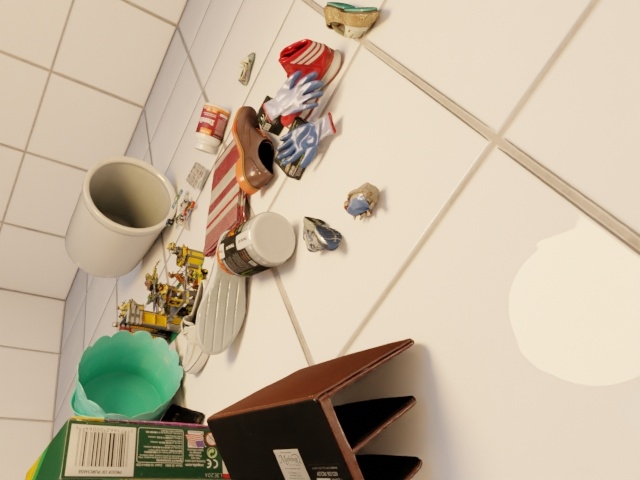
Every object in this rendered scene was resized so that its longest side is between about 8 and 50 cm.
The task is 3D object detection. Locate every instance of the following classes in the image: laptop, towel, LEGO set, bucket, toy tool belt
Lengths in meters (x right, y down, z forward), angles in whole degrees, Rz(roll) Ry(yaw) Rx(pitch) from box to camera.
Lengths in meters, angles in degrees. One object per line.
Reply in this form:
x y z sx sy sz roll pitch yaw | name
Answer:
-0.366 0.574 1.315 0.234 0.136 0.264 -15 37 54 | laptop
-0.262 -0.140 1.484 0.237 0.037 0.329 -36 45 48 | towel
-0.490 0.154 1.543 0.331 0.192 0.255 -38 46 43 | LEGO set
-0.531 0.403 1.417 0.183 0.280 0.281 -61 32 32 | bucket
-0.451 -0.141 1.789 0.244 0.060 0.182 -61 29 3 | LEGO set
0.067 -0.061 0.909 0.083 0.052 0.051 -36 38 45 | toy tool belt

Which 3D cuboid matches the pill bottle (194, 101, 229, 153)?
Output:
-0.356 -0.362 1.690 0.086 0.086 0.152 16 89 59 | pill bottle

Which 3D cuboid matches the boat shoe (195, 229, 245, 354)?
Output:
-0.226 0.125 1.255 0.094 0.109 0.303 124 158 -70 | boat shoe

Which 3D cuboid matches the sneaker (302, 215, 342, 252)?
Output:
0.000 0.000 0.996 0.135 0.052 0.058 -133 55 -63 | sneaker

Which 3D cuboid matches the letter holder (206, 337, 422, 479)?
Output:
0.011 0.270 0.769 0.301 0.214 0.152 -30 83 47 | letter holder

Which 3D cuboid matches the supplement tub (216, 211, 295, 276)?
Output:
-0.149 0.015 1.148 0.190 0.116 0.117 -22 57 51 | supplement tub

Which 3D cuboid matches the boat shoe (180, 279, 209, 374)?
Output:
-0.318 0.219 1.343 0.095 0.084 0.258 24 96 58 | boat shoe

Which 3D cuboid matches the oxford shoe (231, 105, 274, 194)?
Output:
-0.161 -0.248 1.341 0.098 0.096 0.272 -26 59 29 | oxford shoe

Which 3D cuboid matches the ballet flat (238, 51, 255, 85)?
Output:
-0.235 -0.545 1.635 0.041 0.041 0.115 -2 73 57 | ballet flat

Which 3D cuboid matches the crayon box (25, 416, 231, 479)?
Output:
-0.338 0.451 0.993 0.313 0.362 0.106 -46 41 37 | crayon box

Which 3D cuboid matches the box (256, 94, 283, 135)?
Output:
-0.123 -0.320 1.333 0.062 0.052 0.083 -53 35 27 | box

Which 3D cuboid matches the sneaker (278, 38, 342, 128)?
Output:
-0.061 -0.364 1.185 0.221 0.128 0.087 -52 37 30 | sneaker

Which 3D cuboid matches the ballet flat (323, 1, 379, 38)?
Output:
0.066 -0.468 1.114 0.206 0.073 0.067 -128 33 -56 | ballet flat

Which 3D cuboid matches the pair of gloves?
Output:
-0.045 -0.258 1.120 0.159 0.023 0.198 -25 78 31 | pair of gloves

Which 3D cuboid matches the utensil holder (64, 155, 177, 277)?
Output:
-0.767 -0.073 1.976 0.385 0.327 0.328 -44 41 42 | utensil holder

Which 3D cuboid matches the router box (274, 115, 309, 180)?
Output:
-0.052 -0.210 1.181 0.123 0.038 0.092 -62 33 17 | router box
